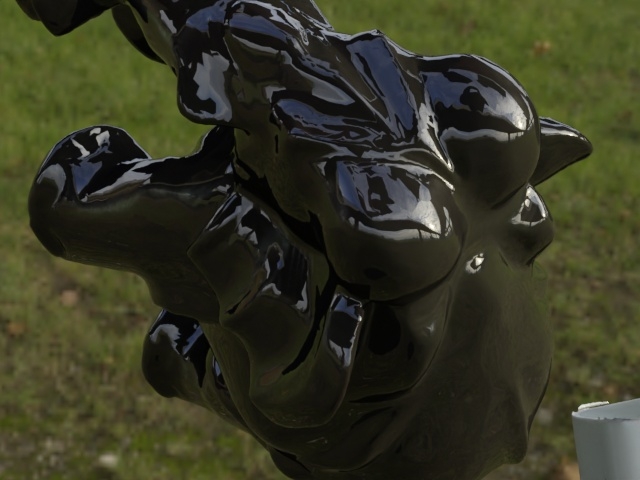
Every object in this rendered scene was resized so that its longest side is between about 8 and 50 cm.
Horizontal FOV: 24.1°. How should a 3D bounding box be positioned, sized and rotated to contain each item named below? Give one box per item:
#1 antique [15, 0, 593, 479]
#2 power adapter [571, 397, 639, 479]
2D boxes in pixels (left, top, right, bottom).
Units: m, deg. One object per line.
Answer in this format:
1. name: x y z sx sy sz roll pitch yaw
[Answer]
1. antique: 0.000 0.000 0.726 0.185 0.322 0.255 -43 48 -19
2. power adapter: 0.367 0.285 1.521 0.187 0.255 0.124 -7 0 -24
